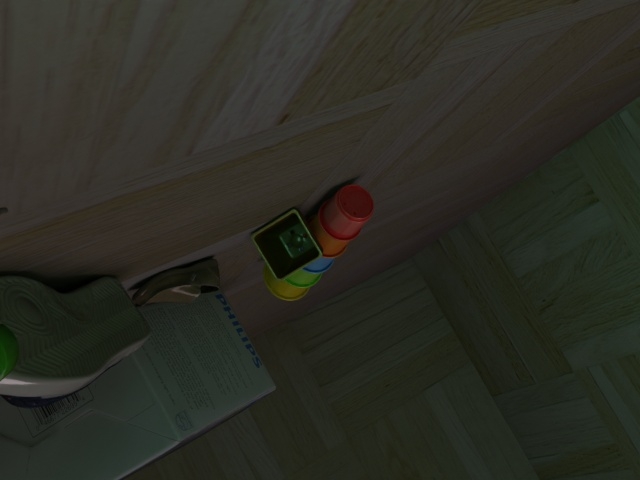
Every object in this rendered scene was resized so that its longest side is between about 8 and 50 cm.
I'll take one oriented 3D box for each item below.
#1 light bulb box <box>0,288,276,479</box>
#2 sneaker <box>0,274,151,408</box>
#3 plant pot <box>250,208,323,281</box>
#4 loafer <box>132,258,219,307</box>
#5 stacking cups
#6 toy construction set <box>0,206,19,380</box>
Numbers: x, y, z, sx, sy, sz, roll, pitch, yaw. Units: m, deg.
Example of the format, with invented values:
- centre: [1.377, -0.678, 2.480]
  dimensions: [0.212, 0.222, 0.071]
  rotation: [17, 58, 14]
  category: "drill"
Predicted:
- centre: [-0.328, 0.276, 1.283]
  dimensions: [0.358, 0.225, 0.361]
  rotation: [-33, 172, 17]
  category: "light bulb box"
- centre: [-0.306, 0.124, 0.782]
  dimensions: [0.148, 0.131, 0.350]
  rotation: [-35, 171, 6]
  category: "sneaker"
- centre: [-0.044, 0.003, 1.135]
  dimensions: [0.081, 0.082, 0.083]
  rotation: [-31, -179, 11]
  category: "plant pot"
- centre: [-0.199, 0.067, 1.073]
  dimensions: [0.148, 0.050, 0.056]
  rotation: [-22, 169, -41]
  category: "loafer"
- centre: [0.000, 0.000, 1.245]
  dimensions: [0.096, 0.096, 0.316]
  rotation: [-24, 166, -33]
  category: "stacking cups"
- centre: [-0.304, 0.088, 0.455]
  dimensions: [0.309, 0.257, 0.237]
  rotation: [-40, -172, 1]
  category: "toy construction set"
